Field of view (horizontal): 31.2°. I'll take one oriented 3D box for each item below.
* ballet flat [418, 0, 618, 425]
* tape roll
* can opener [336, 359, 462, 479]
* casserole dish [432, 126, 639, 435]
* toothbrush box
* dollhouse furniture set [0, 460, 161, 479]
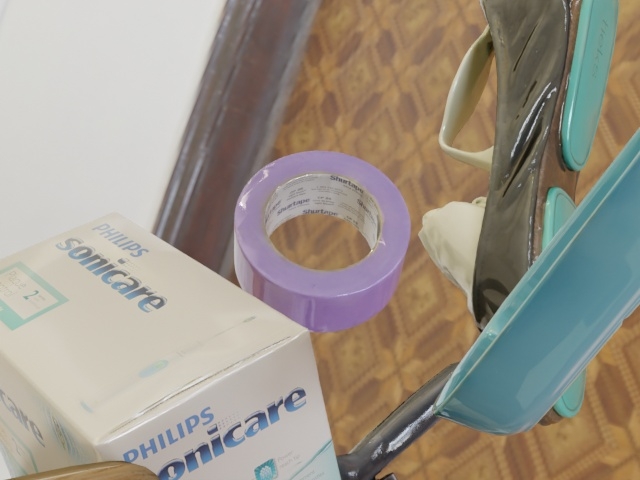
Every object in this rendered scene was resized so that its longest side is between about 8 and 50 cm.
[{"bbox_3d":[0.115,-0.032,0.671,0.096,0.095,0.281,0,69,30],"label":"ballet flat"},{"bbox_3d":[0.000,0.000,1.247,0.080,0.188,0.189,95,171,-57],"label":"tape roll"},{"bbox_3d":[0.056,0.161,0.910,0.186,0.073,0.059,-44,8,-20],"label":"can opener"},{"bbox_3d":[0.109,0.006,0.447,0.188,0.037,0.114,-57,-7,25],"label":"casserole dish"},{"bbox_3d":[-0.088,0.159,0.675,0.216,0.126,0.296,28,136,48],"label":"toothbrush box"},{"bbox_3d":[0.048,0.289,0.396,0.362,0.256,0.394,4,93,40],"label":"dollhouse furniture set"}]
